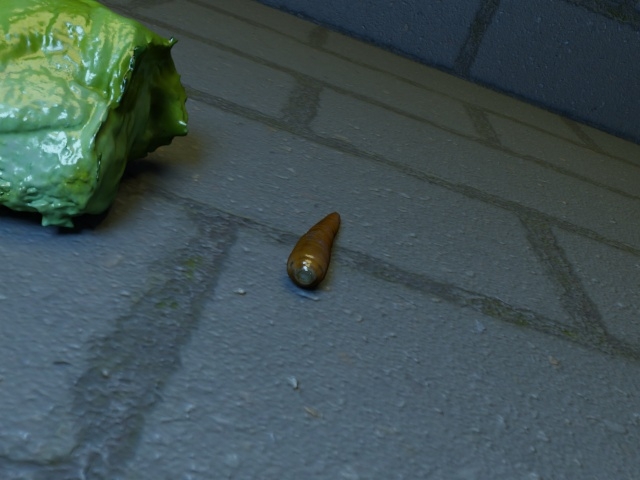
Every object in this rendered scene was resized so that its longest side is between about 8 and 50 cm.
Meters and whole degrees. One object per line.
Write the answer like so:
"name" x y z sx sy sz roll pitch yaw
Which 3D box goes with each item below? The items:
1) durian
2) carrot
"durian" -0.302 -0.147 0.569 0.339 0.204 0.256 12 43 -23
"carrot" 0.000 0.000 0.685 0.048 0.048 0.216 23 24 2
